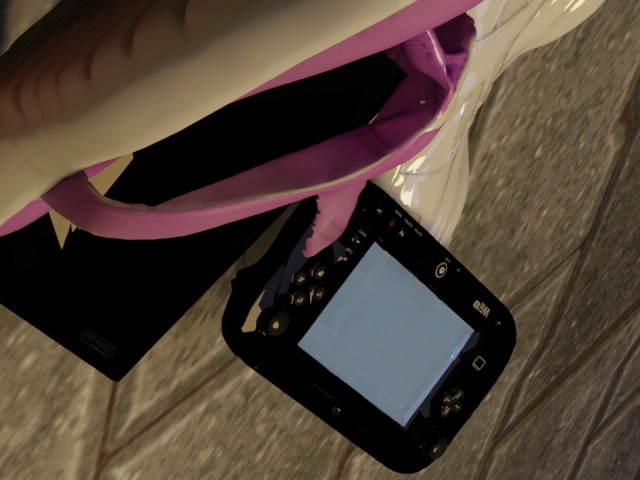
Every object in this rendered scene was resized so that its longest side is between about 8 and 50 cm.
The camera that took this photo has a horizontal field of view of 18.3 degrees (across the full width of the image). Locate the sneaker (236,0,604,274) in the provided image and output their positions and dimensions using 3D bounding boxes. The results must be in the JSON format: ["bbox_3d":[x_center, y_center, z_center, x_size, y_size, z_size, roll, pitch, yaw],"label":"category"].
[{"bbox_3d":[0.031,-0.093,1.002,0.152,0.114,0.305,26,98,-51],"label":"sneaker"}]

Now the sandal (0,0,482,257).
[{"bbox_3d":[-0.020,-0.049,0.608,0.169,0.102,0.416,-48,-164,-27],"label":"sandal"}]

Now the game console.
[{"bbox_3d":[0.000,0.000,0.924,0.213,0.044,0.361,-46,140,2],"label":"game console"}]
